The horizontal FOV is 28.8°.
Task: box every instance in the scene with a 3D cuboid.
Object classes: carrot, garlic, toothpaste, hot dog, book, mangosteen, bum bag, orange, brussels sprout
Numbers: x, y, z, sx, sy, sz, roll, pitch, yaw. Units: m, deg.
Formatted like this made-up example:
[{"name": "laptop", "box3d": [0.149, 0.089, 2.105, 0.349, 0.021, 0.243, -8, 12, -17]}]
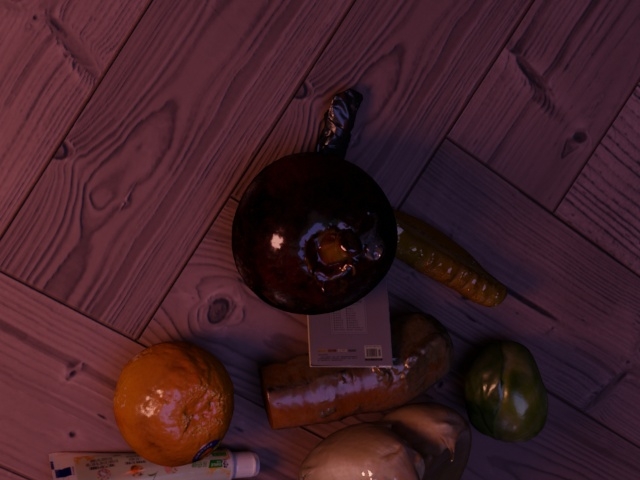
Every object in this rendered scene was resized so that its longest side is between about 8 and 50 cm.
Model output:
[{"name": "carrot", "box3d": [0.057, 0.204, 1.894, 0.302, 0.139, 0.138, -17, 113, -10]}, {"name": "garlic", "box3d": [0.109, 0.366, 1.894, 0.286, 0.249, 0.313, -9, 134, -8]}, {"name": "toothpaste", "box3d": [-0.240, 0.338, 1.837, 0.314, 0.058, 0.056, 2, 92, -25]}, {"name": "hot dog", "box3d": [0.173, 0.026, 1.914, 0.289, 0.083, 0.068, 33, 111, -29]}, {"name": "book", "box3d": [0.041, 0.101, 1.843, 0.127, 0.014, 0.181, 1, 70, -12]}, {"name": "mangosteen", "box3d": [0.000, 0.000, 1.718, 0.235, 0.261, 0.235, -3, 102, -14]}, {"name": "bum bag", "box3d": [0.026, -0.162, 1.808, 0.058, 0.034, 0.124, 4, 106, -39]}, {"name": "orange", "box3d": [-0.207, 0.230, 1.765, 0.177, 0.155, 0.177, -13, 117, -27]}, {"name": "brussels sprout", "box3d": [0.300, 0.255, 2.013, 0.131, 0.145, 0.183, -13, 108, 9]}]
